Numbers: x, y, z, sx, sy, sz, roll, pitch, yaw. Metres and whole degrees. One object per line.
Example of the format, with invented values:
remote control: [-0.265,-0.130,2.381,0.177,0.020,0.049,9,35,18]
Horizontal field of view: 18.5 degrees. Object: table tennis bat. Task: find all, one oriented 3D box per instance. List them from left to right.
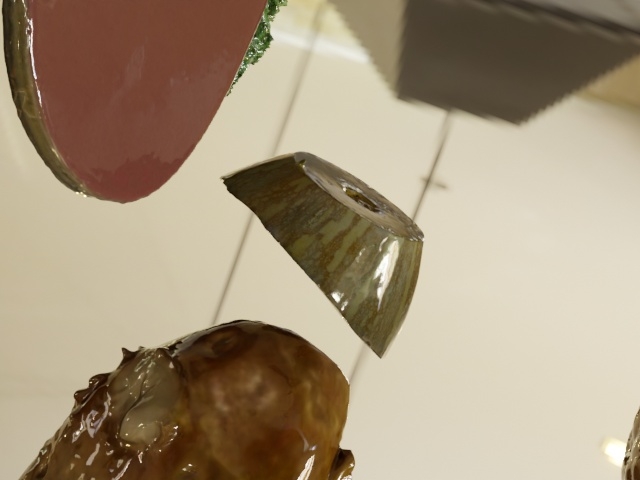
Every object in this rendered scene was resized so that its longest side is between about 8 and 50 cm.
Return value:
table tennis bat: [-0.036,-0.128,0.628,0.022,0.246,0.138,13,156,24]

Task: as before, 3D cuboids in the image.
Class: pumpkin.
pumpkin: [0.017,-0.007,1.730,0.217,0.110,0.217,46,-171,-9]

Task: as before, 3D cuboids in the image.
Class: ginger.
ginger: [-0.160,0.200,1.163,0.254,0.418,0.176,21,-149,-41]

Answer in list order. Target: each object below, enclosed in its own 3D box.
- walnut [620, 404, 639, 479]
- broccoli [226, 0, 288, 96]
walnut: [0.234,0.133,0.894,0.228,0.228,0.228,17,-158,-7]
broccoli: [-0.110,-0.262,1.793,0.270,0.270,0.270,-5,-175,36]
